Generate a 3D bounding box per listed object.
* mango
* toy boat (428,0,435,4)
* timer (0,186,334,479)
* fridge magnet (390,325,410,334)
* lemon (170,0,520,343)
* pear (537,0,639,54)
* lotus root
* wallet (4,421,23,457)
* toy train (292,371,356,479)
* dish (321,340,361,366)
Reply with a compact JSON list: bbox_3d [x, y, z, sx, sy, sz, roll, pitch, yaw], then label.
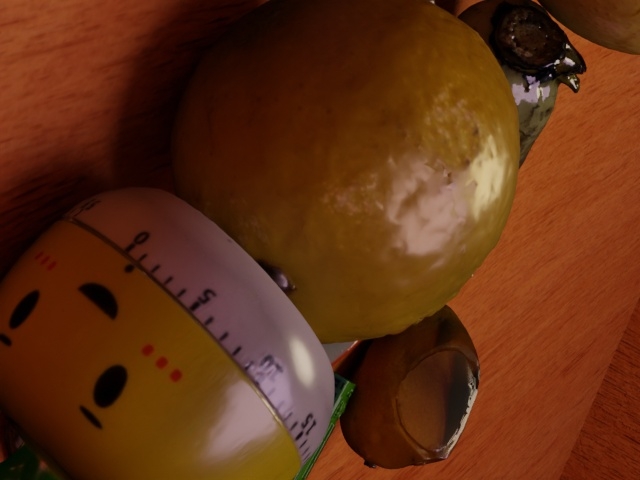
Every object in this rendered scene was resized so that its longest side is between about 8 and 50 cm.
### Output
[{"bbox_3d":[0.106,0.181,2.090,0.166,0.136,0.236,-29,-149,62],"label":"mango"},{"bbox_3d":[0.092,-0.179,1.683,0.172,0.065,0.066,91,10,-53],"label":"toy boat"},{"bbox_3d":[-0.153,0.125,1.203,0.285,0.285,0.285,-50,157,-30],"label":"timer"},{"bbox_3d":[0.109,0.049,2.024,0.143,0.063,0.143,-50,156,-32],"label":"fridge magnet"},{"bbox_3d":[0.021,-0.066,1.322,0.297,0.297,0.297,-50,157,-30],"label":"lemon"},{"bbox_3d":[0.355,-0.364,1.718,0.348,0.348,0.348,-50,157,-30],"label":"pear"},{"bbox_3d":[0.182,-0.145,1.798,0.173,0.173,0.309,-52,169,-26],"label":"lotus root"},{"bbox_3d":[-0.207,0.132,1.386,0.153,0.038,0.118,-50,160,-27],"label":"wallet"},{"bbox_3d":[-0.023,0.259,2.007,0.209,0.042,0.044,-61,160,-2],"label":"toy train"},{"bbox_3d":[0.000,0.000,1.605,0.256,0.117,0.256,-50,158,-29],"label":"dish"}]
